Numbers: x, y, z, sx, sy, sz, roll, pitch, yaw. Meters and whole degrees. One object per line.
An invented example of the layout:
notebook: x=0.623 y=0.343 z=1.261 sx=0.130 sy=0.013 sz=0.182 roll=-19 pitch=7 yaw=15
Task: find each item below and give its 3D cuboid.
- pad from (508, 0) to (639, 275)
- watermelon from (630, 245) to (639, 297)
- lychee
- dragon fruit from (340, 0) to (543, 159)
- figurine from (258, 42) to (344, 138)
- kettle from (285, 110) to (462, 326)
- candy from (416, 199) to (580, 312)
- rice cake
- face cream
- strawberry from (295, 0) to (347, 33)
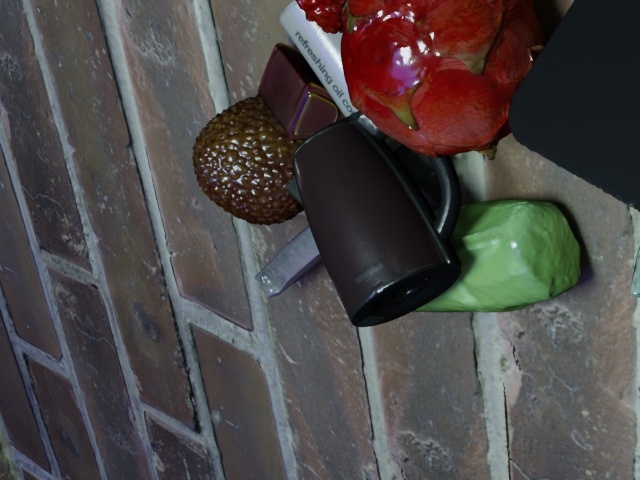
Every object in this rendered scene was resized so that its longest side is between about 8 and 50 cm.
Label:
pad: x=0.356 y=-0.096 z=1.162 sx=0.375 sy=0.315 sz=0.063 roll=38 pitch=-174 yaw=39
watermelon: x=0.444 y=-0.012 z=1.135 sx=0.305 sy=0.180 sz=0.224 roll=-17 pitch=103 yaw=37
lychee: x=-0.088 y=-0.112 z=1.738 sx=0.194 sy=0.194 sz=0.194 roll=31 pitch=138 yaw=33
dragon fruit: x=0.131 y=-0.210 z=1.340 sx=0.241 sy=0.241 sz=0.252 roll=43 pitch=163 yaw=20
figurine: x=-0.017 y=-0.204 z=1.655 sx=0.154 sy=0.098 sz=0.082 roll=59 pitch=136 yaw=47
kettle: x=0.068 y=-0.043 z=1.463 sx=0.202 sy=0.144 sz=0.232 roll=-36 pitch=69 yaw=26
candy: x=0.173 y=0.028 z=1.564 sx=0.343 sy=0.132 sz=0.142 roll=-9 pitch=93 yaw=53
rice cake: x=-0.002 y=0.001 z=1.780 sx=0.050 sy=0.106 sz=0.298 roll=54 pitch=146 yaw=3
face cream: x=0.069 y=-0.180 z=1.563 sx=0.311 sy=0.092 sz=0.092 roll=55 pitch=146 yaw=1
strawberry: x=-0.012 y=-0.335 z=1.410 sx=0.111 sy=0.236 sz=0.190 roll=9 pitch=102 yaw=3
